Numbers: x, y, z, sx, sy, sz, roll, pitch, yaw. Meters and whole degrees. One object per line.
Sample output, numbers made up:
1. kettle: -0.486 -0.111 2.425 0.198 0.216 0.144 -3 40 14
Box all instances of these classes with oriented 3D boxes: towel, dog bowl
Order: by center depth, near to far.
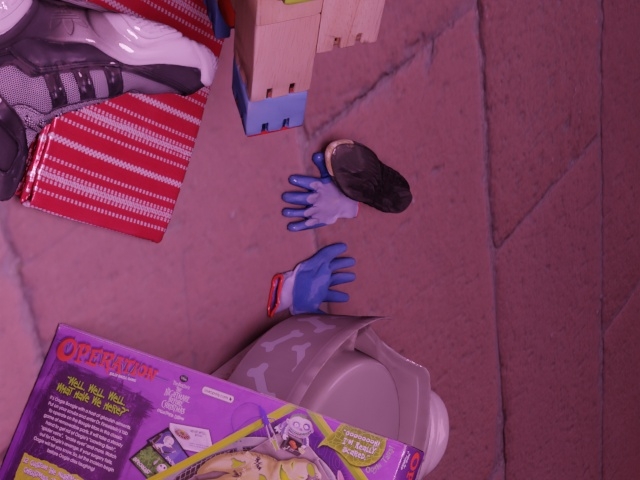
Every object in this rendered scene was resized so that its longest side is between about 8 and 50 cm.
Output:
1. towel: -0.158 -0.145 1.132 0.199 0.031 0.275 19 87 -59
2. dog bowl: -0.009 0.234 1.381 0.349 0.102 0.349 -35 133 -49

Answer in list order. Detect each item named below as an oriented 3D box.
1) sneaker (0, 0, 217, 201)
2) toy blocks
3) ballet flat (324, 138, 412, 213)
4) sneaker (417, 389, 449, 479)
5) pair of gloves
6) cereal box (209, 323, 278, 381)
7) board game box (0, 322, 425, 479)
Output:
1. sneaker: -0.205 -0.106 0.984 0.268 0.101 0.153 8 102 -42
2. toy blocks: -0.046 -0.263 1.005 0.190 0.381 0.261 -13 155 -12
3. ballet flat: 0.047 -0.072 1.474 0.057 0.049 0.173 -53 146 3
4. sneaker: 0.063 0.330 1.659 0.152 0.114 0.305 9 91 -46
5. pair of gloves: 0.000 0.000 1.466 0.159 0.023 0.198 -7 109 -58
6. cereal box: -0.093 0.215 1.380 0.240 0.047 0.173 -36 133 -47
7. board game box: -0.108 0.210 1.060 0.056 0.346 0.208 30 78 -60
